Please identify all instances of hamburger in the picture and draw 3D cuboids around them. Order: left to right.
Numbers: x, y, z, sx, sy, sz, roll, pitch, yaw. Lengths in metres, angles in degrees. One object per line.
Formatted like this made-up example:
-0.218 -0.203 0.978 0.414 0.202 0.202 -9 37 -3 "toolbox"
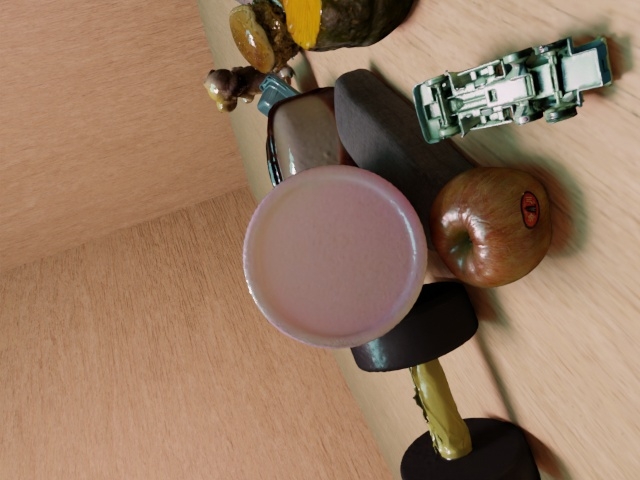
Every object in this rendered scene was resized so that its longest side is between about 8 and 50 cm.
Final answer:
-0.129 -0.450 0.959 0.159 0.131 0.185 47 167 -8 "hamburger"

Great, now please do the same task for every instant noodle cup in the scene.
-0.084 -0.317 1.046 0.157 0.070 0.179 32 -179 -19 "instant noodle cup"

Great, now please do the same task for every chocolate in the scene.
-0.015 -0.161 0.904 0.283 0.186 0.284 158 90 -79 "chocolate"

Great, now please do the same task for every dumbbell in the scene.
0.182 0.244 0.677 0.204 0.203 0.323 154 94 -79 "dumbbell"

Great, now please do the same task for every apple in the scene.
0.179 -0.015 0.461 0.126 0.102 0.126 41 145 38 "apple"

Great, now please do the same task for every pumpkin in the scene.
0.006 -0.372 0.549 0.190 0.139 0.281 91 156 -62 "pumpkin"

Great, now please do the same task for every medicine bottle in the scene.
0.016 0.017 0.635 0.388 0.219 0.219 -9 -102 -88 "medicine bottle"

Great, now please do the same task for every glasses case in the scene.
0.113 -0.128 0.644 0.131 0.074 0.323 80 165 -50 "glasses case"

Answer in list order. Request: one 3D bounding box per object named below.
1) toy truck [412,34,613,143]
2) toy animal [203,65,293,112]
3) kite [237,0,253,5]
0.173 -0.140 0.398 0.175 0.081 0.067 4 117 57 "toy truck"
-0.194 -0.425 1.184 0.169 0.233 0.121 -121 18 -73 "toy animal"
-0.161 -0.577 0.913 0.314 0.012 0.335 16 158 48 "kite"
